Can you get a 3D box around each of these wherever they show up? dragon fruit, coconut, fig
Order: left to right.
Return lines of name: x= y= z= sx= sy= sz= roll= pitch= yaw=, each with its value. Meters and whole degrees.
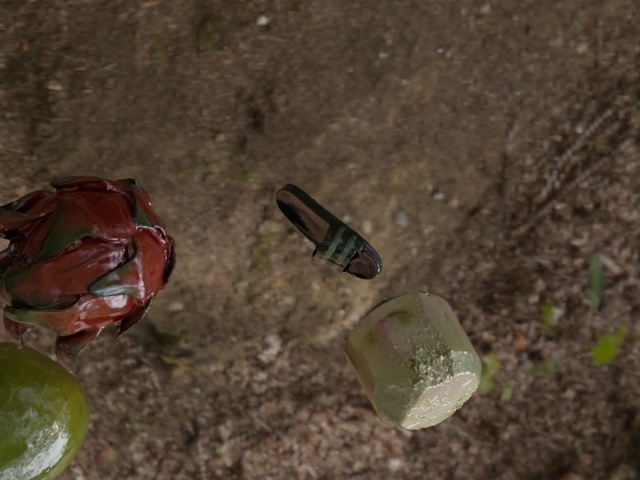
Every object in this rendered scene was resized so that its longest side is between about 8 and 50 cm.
fig: x=-0.433 y=0.259 z=1.720 sx=0.207 sy=0.207 sz=0.230 roll=35 pitch=79 yaw=-30
dragon fruit: x=-0.177 y=0.013 z=0.913 sx=0.142 sy=0.130 sz=0.121 roll=-40 pitch=153 yaw=-17
coconut: x=0.087 y=0.108 z=1.213 sx=0.116 sy=0.122 sz=0.116 roll=-21 pitch=145 yaw=-16

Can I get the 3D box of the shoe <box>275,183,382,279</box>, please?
shoe: x=0.000 y=0.000 z=1.687 sx=0.179 sy=0.071 sz=0.049 roll=41 pitch=54 yaw=9
